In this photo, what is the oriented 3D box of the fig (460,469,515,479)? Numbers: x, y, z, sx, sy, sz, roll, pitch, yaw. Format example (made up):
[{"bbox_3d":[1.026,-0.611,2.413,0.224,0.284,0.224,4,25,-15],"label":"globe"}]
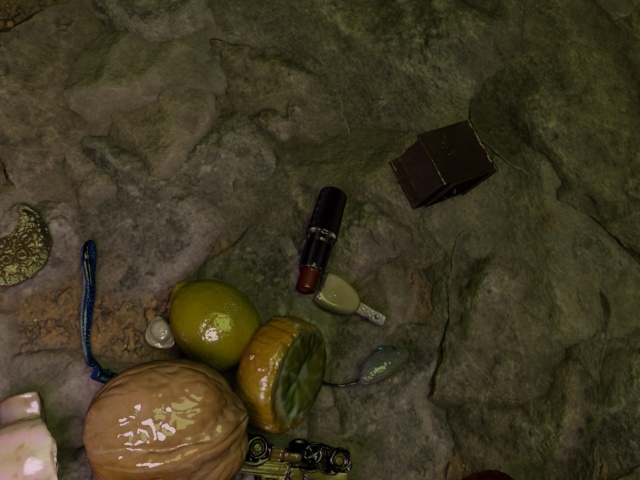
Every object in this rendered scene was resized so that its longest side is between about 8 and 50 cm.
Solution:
[{"bbox_3d":[0.413,0.676,1.715,0.191,0.190,0.290,-20,77,-30],"label":"fig"}]

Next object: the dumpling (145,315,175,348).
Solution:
[{"bbox_3d":[-0.352,0.204,1.638,0.060,0.043,0.077,-29,86,-9],"label":"dumpling"}]

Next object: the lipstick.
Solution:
[{"bbox_3d":[0.000,0.000,1.865,0.081,0.081,0.299,24,59,-14],"label":"lipstick"}]

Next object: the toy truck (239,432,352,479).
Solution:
[{"bbox_3d":[-0.070,0.483,1.605,0.257,0.127,0.127,16,77,-17],"label":"toy truck"}]

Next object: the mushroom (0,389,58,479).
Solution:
[{"bbox_3d":[-0.578,0.401,1.375,0.173,0.162,0.236,-4,69,-28],"label":"mushroom"}]

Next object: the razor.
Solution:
[{"bbox_3d":[-0.488,0.150,1.593,0.056,0.093,0.323,-16,69,7],"label":"razor"}]

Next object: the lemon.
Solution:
[{"bbox_3d":[-0.231,0.178,1.624,0.248,0.184,0.184,44,57,6],"label":"lemon"}]

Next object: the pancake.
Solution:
[{"bbox_3d":[-0.667,0.012,1.586,0.191,0.020,0.184,-8,73,-29],"label":"pancake"}]

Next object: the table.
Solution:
[{"bbox_3d":[0.335,-0.201,2.055,0.193,0.169,0.172,-19,78,-31],"label":"table"}]

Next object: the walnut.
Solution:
[{"bbox_3d":[-0.294,0.370,1.457,0.313,0.252,0.276,-11,77,-4],"label":"walnut"}]

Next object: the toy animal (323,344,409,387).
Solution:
[{"bbox_3d":[0.098,0.313,1.795,0.253,0.070,0.079,-16,40,-17],"label":"toy animal"}]

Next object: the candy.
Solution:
[{"bbox_3d":[-0.084,0.286,1.615,0.118,0.259,0.259,11,54,28],"label":"candy"}]

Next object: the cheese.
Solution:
[{"bbox_3d":[0.077,0.156,1.858,0.192,0.037,0.097,30,60,-10],"label":"cheese"}]
